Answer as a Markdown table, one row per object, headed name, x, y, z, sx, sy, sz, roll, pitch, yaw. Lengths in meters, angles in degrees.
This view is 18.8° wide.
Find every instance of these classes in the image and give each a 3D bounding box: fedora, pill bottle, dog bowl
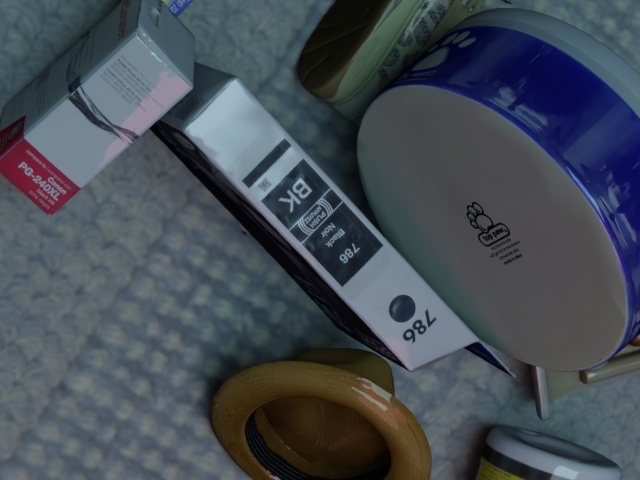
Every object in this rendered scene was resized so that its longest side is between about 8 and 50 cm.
| name | x | y | z | sx | sy | sz | roll | pitch | yaw |
| --- | --- | --- | --- | --- | --- | --- | --- | --- | --- |
| fedora | 0.008 | 0.140 | 1.540 | 0.194 | 0.194 | 0.079 | 44 | 46 | -22 |
| pill bottle | 0.170 | 0.272 | 1.631 | 0.119 | 0.119 | 0.208 | 14 | 95 | -22 |
| dog bowl | 0.156 | -0.035 | 1.439 | 0.104 | 0.265 | 0.265 | -40 | 112 | -28 |

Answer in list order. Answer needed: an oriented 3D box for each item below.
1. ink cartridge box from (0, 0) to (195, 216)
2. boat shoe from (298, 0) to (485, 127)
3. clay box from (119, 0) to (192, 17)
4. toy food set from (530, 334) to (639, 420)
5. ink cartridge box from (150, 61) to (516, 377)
| name | x | y | z | sx | sy | sz | roll | pitch | yaw |
| --- | --- | --- | --- | --- | --- | --- | --- | --- | --- |
| ink cartridge box | -0.164 | -0.105 | 1.414 | 0.150 | 0.109 | 0.063 | -39 | 112 | 16 |
| boat shoe | 0.100 | -0.213 | 1.531 | 0.089 | 0.104 | 0.285 | 37 | 98 | -31 |
| clay box | -0.157 | -0.278 | 1.441 | 0.127 | 0.053 | 0.222 | -47 | 113 | -6 |
| toy food set | 0.307 | 0.012 | 1.646 | 0.306 | 0.092 | 0.220 | -14 | 105 | -18 |
| ink cartridge box | 0.000 | 0.000 | 1.492 | 0.065 | 0.165 | 0.332 | -47 | 110 | -7 |
